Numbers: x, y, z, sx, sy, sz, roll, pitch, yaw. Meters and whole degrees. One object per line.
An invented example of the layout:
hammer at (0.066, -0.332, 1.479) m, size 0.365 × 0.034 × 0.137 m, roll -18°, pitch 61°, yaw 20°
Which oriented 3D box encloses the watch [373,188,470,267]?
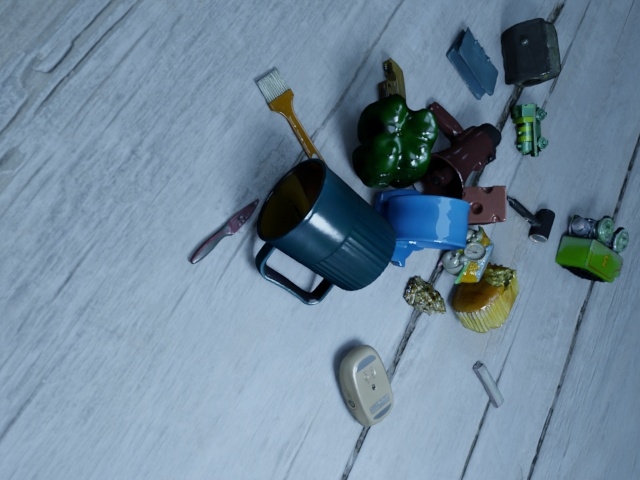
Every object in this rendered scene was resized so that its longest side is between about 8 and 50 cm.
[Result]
watch at (0.322, -0.038, 1.562) m, size 0.305 × 0.274 × 0.241 m, roll 6°, pitch 86°, yaw -30°

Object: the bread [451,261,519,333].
bread at (0.546, 0.182, 1.770) m, size 0.250 × 0.179 × 0.133 m, roll -44°, pitch 115°, yaw -24°

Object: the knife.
knife at (-0.231, -0.024, 1.330) m, size 0.247 × 0.018 × 0.035 m, roll -46°, pitch 111°, yaw -28°

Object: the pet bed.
pet bed at (0.751, -0.670, 1.925) m, size 0.159 × 0.183 × 0.211 m, roll -10°, pitch 95°, yaw -37°

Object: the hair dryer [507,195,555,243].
hair dryer at (0.792, -0.107, 2.024) m, size 0.255 × 0.070 × 0.128 m, roll 37°, pitch 69°, yaw -24°

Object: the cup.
cup at (0.012, -0.003, 1.367) m, size 0.292 × 0.242 × 0.308 m, roll 35°, pitch 68°, yaw -32°

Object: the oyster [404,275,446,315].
oyster at (0.342, 0.188, 1.710) m, size 0.177 × 0.056 × 0.105 m, roll 45°, pitch 58°, yaw -21°

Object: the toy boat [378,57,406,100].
toy boat at (0.216, -0.451, 1.626) m, size 0.077 × 0.057 × 0.201 m, roll -6°, pitch 93°, yaw -29°

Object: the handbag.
handbag at (0.539, -0.614, 1.857) m, size 0.221 × 0.057 × 0.144 m, roll 43°, pitch 63°, yaw -27°

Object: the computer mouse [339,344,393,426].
computer mouse at (0.129, 0.415, 1.536) m, size 0.145 × 0.082 × 0.237 m, roll -30°, pitch 108°, yaw -32°

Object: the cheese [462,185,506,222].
cheese at (0.528, -0.117, 1.788) m, size 0.177 × 0.202 × 0.128 m, roll 2°, pitch 86°, yaw -64°

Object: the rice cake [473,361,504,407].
rice cake at (0.599, 0.514, 1.894) m, size 0.047 × 0.036 × 0.207 m, roll -39°, pitch 112°, yaw -16°

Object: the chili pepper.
chili pepper at (0.212, -0.273, 1.491) m, size 0.233 × 0.256 × 0.249 m, roll 2°, pitch 87°, yaw -6°

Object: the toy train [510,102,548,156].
toy train at (0.783, -0.415, 2.013) m, size 0.132 × 0.083 × 0.200 m, roll -7°, pitch 93°, yaw -24°

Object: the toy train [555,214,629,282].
toy train at (1.121, 0.037, 2.188) m, size 0.307 × 0.173 × 0.249 m, roll 23°, pitch 83°, yaw -33°

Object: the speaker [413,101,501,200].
speaker at (0.416, -0.285, 1.723) m, size 0.329 × 0.259 × 0.198 m, roll -47°, pitch 154°, yaw -33°

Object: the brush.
brush at (-0.065, -0.311, 1.453) m, size 0.090 × 0.017 × 0.314 m, roll -43°, pitch 113°, yaw -28°

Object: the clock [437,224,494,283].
clock at (0.484, 0.043, 1.763) m, size 0.231 × 0.144 × 0.103 m, roll -57°, pitch 155°, yaw -23°
